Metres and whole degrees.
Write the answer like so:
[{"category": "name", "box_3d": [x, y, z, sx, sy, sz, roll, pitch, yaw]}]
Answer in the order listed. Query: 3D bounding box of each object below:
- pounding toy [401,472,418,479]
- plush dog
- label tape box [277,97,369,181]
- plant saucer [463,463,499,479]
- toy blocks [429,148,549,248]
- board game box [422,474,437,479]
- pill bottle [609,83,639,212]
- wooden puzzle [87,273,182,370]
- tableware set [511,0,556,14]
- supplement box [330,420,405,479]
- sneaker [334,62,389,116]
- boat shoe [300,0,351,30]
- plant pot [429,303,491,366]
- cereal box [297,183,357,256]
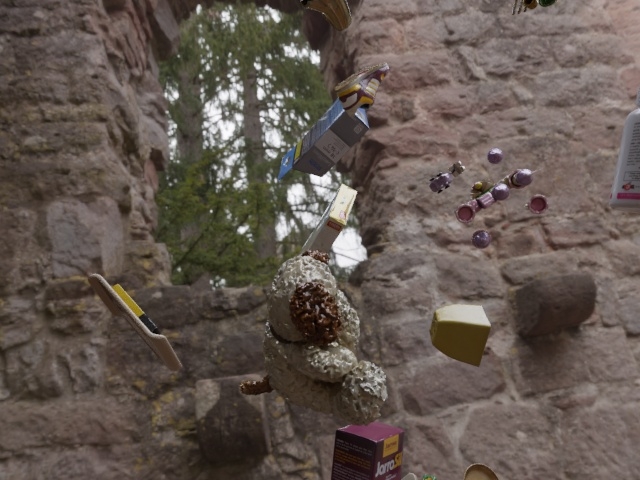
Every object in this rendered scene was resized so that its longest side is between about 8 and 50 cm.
[{"category": "pounding toy", "box_3d": [0.121, 0.598, 1.014, 0.270, 0.154, 0.155, -34, -50, 10]}, {"category": "plush dog", "box_3d": [-0.023, 0.129, 0.718, 0.211, 0.225, 0.262, -4, 21, -8]}, {"category": "label tape box", "box_3d": [0.008, -0.327, 1.608, 0.106, 0.240, 0.334, 38, -66, -19]}, {"category": "plant saucer", "box_3d": [0.302, 0.465, 0.887, 0.084, 0.083, 0.015, 1, -35, -22]}, {"category": "toy blocks", "box_3d": [0.565, -0.160, 1.587, 0.289, 0.308, 0.260, -34, -4, 11]}, {"category": "board game box", "box_3d": [0.178, 0.561, 0.808, 0.030, 0.259, 0.136, -13, -63, 39]}, {"category": "pill bottle", "box_3d": [0.745, -0.200, 1.027, 0.161, 0.282, 0.160, 9, 4, -1]}, {"category": "wooden puzzle", "box_3d": [-0.425, 0.192, 1.109, 0.044, 0.239, 0.221, -45, -20, -27]}, {"category": "tableware set", "box_3d": [0.401, -0.491, 0.852, 0.024, 0.154, 0.104, 13, 2, -38]}, {"category": "supplement box", "box_3d": [0.076, 0.410, 0.789, 0.081, 0.188, 0.104, 2, -6, 38]}, {"category": "sneaker", "box_3d": [0.110, -0.368, 1.152, 0.185, 0.083, 0.070, -39, 27, -31]}, {"category": "boat shoe", "box_3d": [-0.011, -0.479, 0.922, 0.068, 0.072, 0.190, 25, -14, 49]}, {"category": "plant pot", "box_3d": [0.236, 0.158, 0.819, 0.083, 0.081, 0.081, 9, 19, 3]}, {"category": "cereal box", "box_3d": [0.000, 0.000, 1.109, 0.047, 0.173, 0.240, 30, -57, -5]}]
